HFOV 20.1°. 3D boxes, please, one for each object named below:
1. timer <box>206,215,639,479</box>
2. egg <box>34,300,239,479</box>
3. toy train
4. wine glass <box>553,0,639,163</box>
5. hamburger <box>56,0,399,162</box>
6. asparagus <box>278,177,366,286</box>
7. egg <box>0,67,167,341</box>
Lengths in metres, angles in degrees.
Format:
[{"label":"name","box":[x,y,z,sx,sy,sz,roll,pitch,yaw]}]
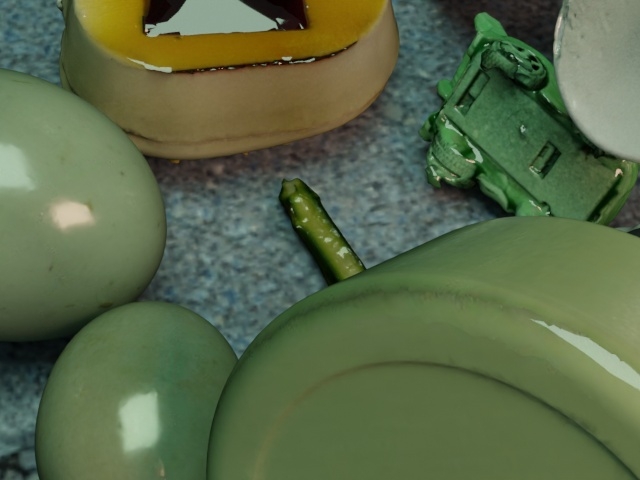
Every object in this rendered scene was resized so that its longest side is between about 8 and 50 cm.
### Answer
[{"label":"timer","box":[0.145,0.088,0.894,0.291,0.290,0.315,30,38,18]},{"label":"egg","box":[-0.092,0.103,0.941,0.114,0.114,0.152,2,53,2]},{"label":"toy train","box":[0.123,-0.065,1.073,0.149,0.099,0.081,39,32,17]},{"label":"wine glass","box":[0.240,-0.104,1.006,0.196,0.165,0.165,-3,46,-49]},{"label":"hamburger","box":[-0.057,-0.132,1.105,0.210,0.116,0.173,-9,65,-11]},{"label":"asparagus","box":[0.001,0.000,1.066,0.025,0.021,0.108,-24,60,-14]},{"label":"egg","box":[-0.179,-0.019,1.002,0.192,0.149,0.149,17,58,3]}]
